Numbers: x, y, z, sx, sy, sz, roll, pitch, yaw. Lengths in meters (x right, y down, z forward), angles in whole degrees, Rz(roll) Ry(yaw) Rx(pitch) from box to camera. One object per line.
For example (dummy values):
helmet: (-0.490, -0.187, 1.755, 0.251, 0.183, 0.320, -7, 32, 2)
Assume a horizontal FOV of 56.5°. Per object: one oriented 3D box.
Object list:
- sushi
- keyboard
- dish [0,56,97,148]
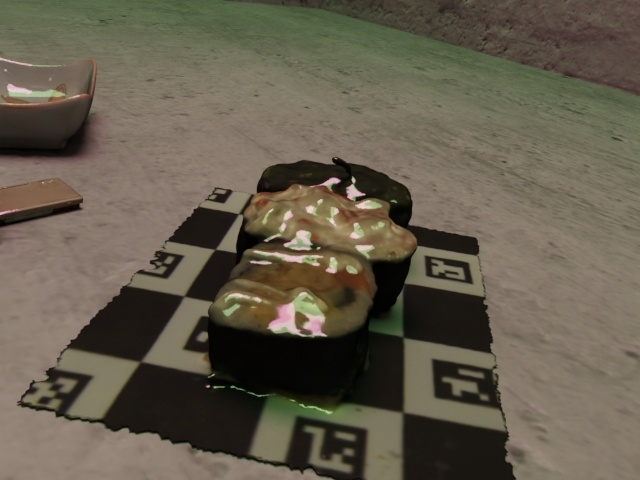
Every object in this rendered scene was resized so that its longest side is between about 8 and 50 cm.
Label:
sushi: (0.000, 0.000, 0.469, 0.296, 0.100, 0.373, 11, 26, 6)
keyboard: (-0.303, -0.027, 0.532, 0.055, 0.017, 0.165, 32, 34, 32)
dish: (-0.360, -0.172, 0.742, 0.151, 0.077, 0.212, -2, 28, -17)
